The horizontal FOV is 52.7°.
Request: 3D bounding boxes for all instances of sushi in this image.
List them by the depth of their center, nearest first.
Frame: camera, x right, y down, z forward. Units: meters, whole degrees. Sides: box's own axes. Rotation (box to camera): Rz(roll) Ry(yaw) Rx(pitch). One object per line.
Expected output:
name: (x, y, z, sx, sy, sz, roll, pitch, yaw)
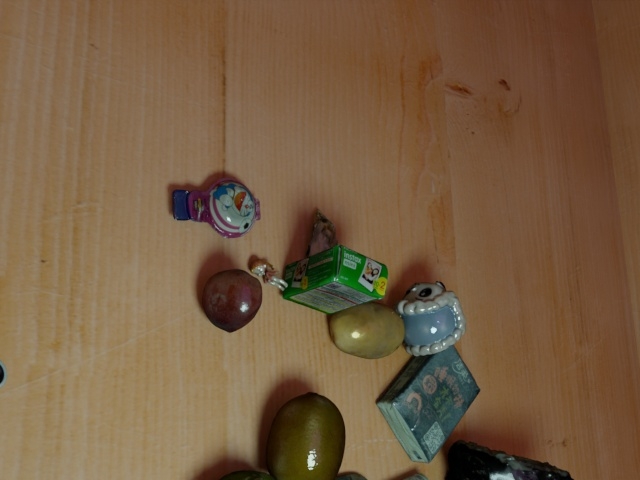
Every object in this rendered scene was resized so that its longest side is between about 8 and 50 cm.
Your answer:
sushi: (0.515, 0.750, 1.857, 0.329, 0.328, 0.285, 24, 76, -34)

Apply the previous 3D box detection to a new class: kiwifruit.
kiwifruit: (-0.033, 0.482, 1.555, 0.196, 0.196, 0.233, 27, 60, -32)

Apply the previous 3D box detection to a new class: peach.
peach: (-0.202, 0.148, 1.532, 0.152, 0.152, 0.152, 10, 74, -37)

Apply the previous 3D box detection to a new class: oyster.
oyster: (0.000, 0.000, 1.784, 0.122, 0.045, 0.146, -41, 113, -41)

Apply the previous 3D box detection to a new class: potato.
potato: (0.132, 0.241, 1.786, 0.234, 0.146, 0.150, 15, 38, -36)

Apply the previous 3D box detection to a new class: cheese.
cheese: (-0.250, -0.082, 1.591, 0.244, 0.062, 0.155, 2, 80, -38)

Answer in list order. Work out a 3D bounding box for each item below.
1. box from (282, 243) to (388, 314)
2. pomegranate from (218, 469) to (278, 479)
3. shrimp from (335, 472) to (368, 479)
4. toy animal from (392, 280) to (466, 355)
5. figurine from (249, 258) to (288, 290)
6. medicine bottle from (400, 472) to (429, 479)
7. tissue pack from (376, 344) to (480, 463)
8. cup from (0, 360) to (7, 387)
box: (0.034, 0.106, 1.655, 0.180, 0.250, 0.103, 24, 60, -32)
pomegranate: (-0.158, 0.647, 1.404, 0.222, 0.204, 0.276, 1, 80, -40)
shrimp: (0.073, 0.668, 1.653, 0.195, 0.035, 0.147, 6, 40, -35)
toy animal: (0.299, 0.227, 1.878, 0.156, 0.208, 0.204, -23, 97, -33)
figurine: (-0.132, 0.089, 1.652, 0.109, 0.064, 0.047, 37, 34, -11)
medicine bottle: (0.221, 0.708, 1.775, 0.183, 0.086, 0.086, -5, 83, -39)
tissue pack: (0.328, 0.464, 1.907, 0.316, 0.103, 0.228, -41, 107, -36)
cup: (-0.678, 0.254, 1.132, 0.167, 0.221, 0.202, -22, 91, -6)
